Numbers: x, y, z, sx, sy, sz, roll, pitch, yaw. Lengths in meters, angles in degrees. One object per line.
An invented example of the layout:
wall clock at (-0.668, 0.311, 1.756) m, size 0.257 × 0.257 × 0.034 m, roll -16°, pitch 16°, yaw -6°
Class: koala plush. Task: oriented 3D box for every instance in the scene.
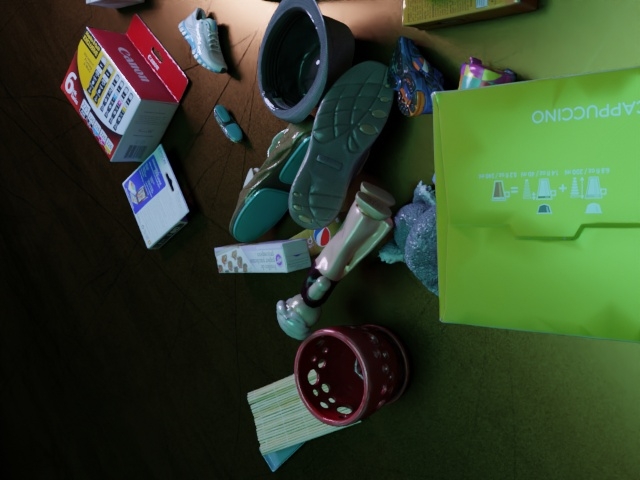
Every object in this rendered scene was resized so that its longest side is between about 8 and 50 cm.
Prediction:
koala plush at (0.204, -0.008, 1.323) m, size 0.196 × 0.203 × 0.221 m, roll -62°, pitch 31°, yaw 8°

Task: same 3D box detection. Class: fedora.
fedora at (-0.017, -0.367, 1.481) m, size 0.275 × 0.124 × 0.244 m, roll -54°, pitch 53°, yaw 44°

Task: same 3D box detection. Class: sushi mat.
sushi mat at (-0.044, 0.377, 1.647) m, size 0.316 × 0.019 × 0.152 m, roll -29°, pitch 72°, yaw 34°

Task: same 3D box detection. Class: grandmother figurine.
grandmother figurine at (0.019, 0.058, 1.400) m, size 0.104 × 0.208 × 0.342 m, roll 35°, pitch 115°, yaw 6°

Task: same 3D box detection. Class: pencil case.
pencil case at (0.271, -0.198, 1.286) m, size 0.104 × 0.104 × 0.237 m, roll 25°, pitch 109°, yaw 36°

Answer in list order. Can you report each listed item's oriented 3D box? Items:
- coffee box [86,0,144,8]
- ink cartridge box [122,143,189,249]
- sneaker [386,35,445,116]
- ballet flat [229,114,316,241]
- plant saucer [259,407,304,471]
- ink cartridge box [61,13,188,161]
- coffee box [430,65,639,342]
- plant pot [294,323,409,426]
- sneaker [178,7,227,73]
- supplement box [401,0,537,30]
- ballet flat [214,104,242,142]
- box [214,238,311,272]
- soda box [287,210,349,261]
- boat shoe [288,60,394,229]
coffee box at (-0.543, -0.749, 1.909) m, size 0.141 × 0.098 × 0.247 m, roll 6°, pitch 99°, yaw 39°
ink cartridge box at (-0.422, -0.114, 1.913) m, size 0.208 × 0.045 × 0.206 m, roll -35°, pitch 72°, yaw 38°
sneaker at (0.180, -0.297, 1.341) m, size 0.083 × 0.087 × 0.221 m, roll 113°, pitch 157°, yaw -44°
ballet flat at (-0.102, -0.148, 1.610) m, size 0.342 × 0.116 × 0.124 m, roll -53°, pitch 43°, yaw 31°
plant saucer at (-0.075, 0.466, 1.704) m, size 0.067 × 0.018 × 0.192 m, roll 54°, pitch 126°, yaw 22°
ink cartridge box at (-0.517, -0.408, 1.906) m, size 0.309 × 0.130 × 0.272 m, roll 50°, pitch 122°, yaw 25°
coffee box at (0.389, -0.057, 1.048) m, size 0.337 × 0.334 × 0.339 m, roll 1°, pitch 96°, yaw 40°
plant pot at (0.071, 0.257, 1.455) m, size 0.191 × 0.174 × 0.191 m, roll 6°, pitch 100°, yaw 40°
sneaker at (-0.269, -0.480, 1.731) m, size 0.083 × 0.071 × 0.191 m, roll -45°, pitch 67°, yaw 28°
supplement box at (0.258, -0.428, 1.285) m, size 0.233 × 0.078 × 0.080 m, roll -1°, pitch 94°, yaw 40°
ballet flat at (-0.219, -0.271, 1.736) m, size 0.041 × 0.041 × 0.114 m, roll -45°, pitch 67°, yaw 34°
box at (-0.136, 0.036, 1.620) m, size 0.324 × 0.067 × 0.063 m, roll -4°, pitch 98°, yaw 57°
soda box at (0.000, 0.000, 1.562) m, size 0.181 × 0.058 × 0.061 m, roll -29°, pitch 77°, yaw 39°
boat shoe at (0.035, -0.190, 1.449) m, size 0.132 × 0.130 × 0.356 m, roll 28°, pitch 90°, yaw 0°
